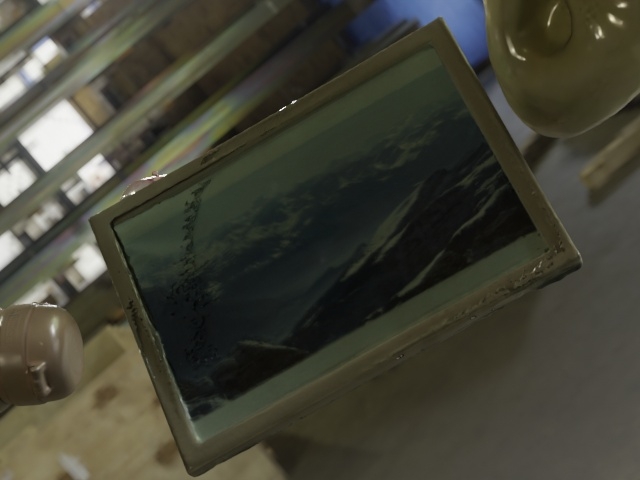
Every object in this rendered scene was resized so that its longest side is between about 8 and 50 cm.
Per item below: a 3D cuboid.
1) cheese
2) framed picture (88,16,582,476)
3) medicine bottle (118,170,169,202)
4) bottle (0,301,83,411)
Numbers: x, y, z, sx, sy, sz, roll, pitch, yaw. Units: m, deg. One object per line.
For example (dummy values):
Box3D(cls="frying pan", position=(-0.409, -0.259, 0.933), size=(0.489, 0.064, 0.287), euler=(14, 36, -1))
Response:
Box3D(cls="cheese", position=(0.274, -0.245, 1.020), size=(0.328, 0.351, 0.129), euler=(3, 9, 24))
Box3D(cls="framed picture", position=(0.000, 0.000, 1.124), size=(0.335, 0.247, 0.022), euler=(-29, -29, 7))
Box3D(cls="medicine bottle", position=(-0.101, -0.015, 1.639), size=(0.247, 0.147, 0.147), euler=(-10, -10, -35))
Box3D(cls="bottle", position=(-0.296, 0.094, 1.173), size=(0.209, 0.097, 0.110), euler=(-5, 29, 6))
